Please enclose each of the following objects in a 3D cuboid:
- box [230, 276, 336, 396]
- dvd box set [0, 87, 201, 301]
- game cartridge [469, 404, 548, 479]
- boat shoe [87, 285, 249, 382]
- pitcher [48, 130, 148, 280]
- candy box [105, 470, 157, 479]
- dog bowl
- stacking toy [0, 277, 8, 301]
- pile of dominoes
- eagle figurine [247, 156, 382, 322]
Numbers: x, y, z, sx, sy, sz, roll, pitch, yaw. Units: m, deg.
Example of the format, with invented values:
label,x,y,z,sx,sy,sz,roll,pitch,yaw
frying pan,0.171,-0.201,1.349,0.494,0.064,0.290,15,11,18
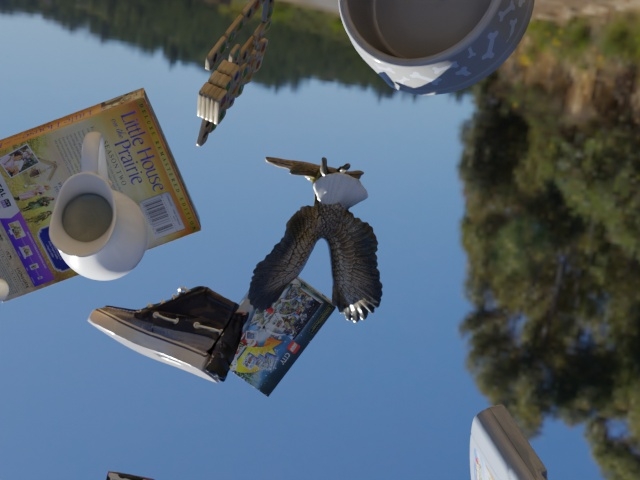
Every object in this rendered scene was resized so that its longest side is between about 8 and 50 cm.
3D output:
label,x,y,z,sx,sy,sz,roll,pitch,yaw
box,-0.101,0.175,2.495,0.159,0.233,0.044,36,-173,-8
dvd box set,-0.476,-0.084,2.378,0.420,0.307,0.062,-21,-150,1
game cartridge,0.285,0.398,1.855,0.062,0.297,0.198,-19,-141,-14
boat shoe,-0.294,0.156,2.453,0.341,0.158,0.127,18,164,28
pitcher,-0.300,-0.042,1.689,0.126,0.177,0.207,6,168,3
candy box,-0.252,0.440,1.671,0.071,0.233,0.159,6,163,20
dog bowl,0.187,-0.429,2.128,0.349,0.348,0.102,15,176,27
stacking toy,-0.556,0.192,1.744,0.141,0.330,0.141,19,177,1
pile of dominoes,-0.122,-0.282,1.998,0.040,0.196,0.251,24,-127,10
eagle figurine,0.004,0.002,2.360,0.226,0.298,0.225,4,172,35
